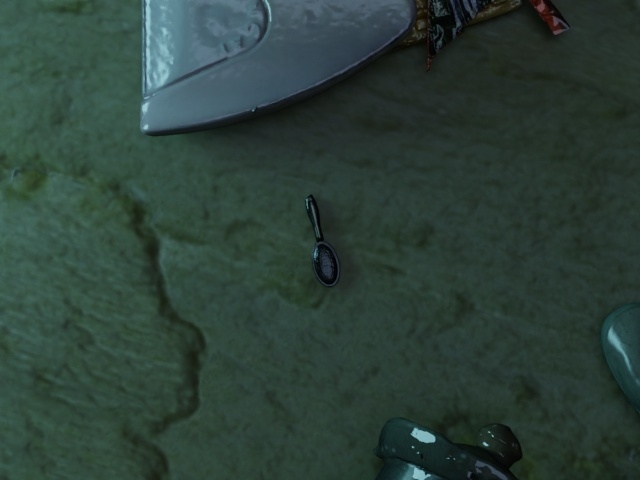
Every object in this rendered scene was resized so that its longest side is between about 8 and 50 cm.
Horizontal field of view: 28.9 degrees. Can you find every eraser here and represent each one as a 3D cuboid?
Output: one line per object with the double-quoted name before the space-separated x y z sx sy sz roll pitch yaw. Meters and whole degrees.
"eraser" -0.038 -0.191 1.088 0.243 0.059 0.204 -1 82 0

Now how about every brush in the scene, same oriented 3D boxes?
"brush" 0.000 0.000 1.088 0.024 0.008 0.083 -13 83 -1

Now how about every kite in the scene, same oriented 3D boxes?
"kite" 0.152 -0.253 1.110 0.232 0.009 0.189 -42 88 -8

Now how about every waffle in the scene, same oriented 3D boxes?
"waffle" 0.107 -0.229 1.120 0.135 0.021 0.092 -21 83 -6

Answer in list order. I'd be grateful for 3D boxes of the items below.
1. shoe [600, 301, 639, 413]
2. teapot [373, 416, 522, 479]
"shoe" 0.313 0.140 1.051 0.079 0.078 0.195 -27 88 -6
"teapot" 0.092 0.263 0.922 0.223 0.305 0.285 36 73 -17
